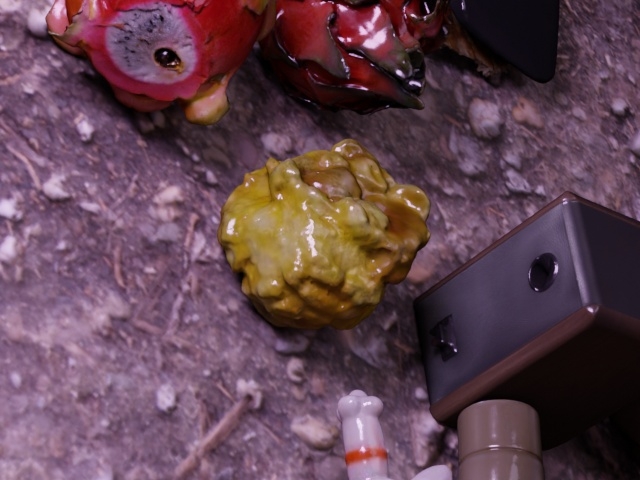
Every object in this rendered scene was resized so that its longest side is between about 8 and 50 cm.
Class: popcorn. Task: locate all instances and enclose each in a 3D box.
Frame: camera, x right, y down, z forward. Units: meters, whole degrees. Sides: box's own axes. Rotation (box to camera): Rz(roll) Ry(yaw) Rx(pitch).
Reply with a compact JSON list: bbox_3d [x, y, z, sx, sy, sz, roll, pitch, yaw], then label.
[{"bbox_3d":[0.001,-0.005,1.753,0.197,0.155,0.198,16,54,-22],"label":"popcorn"}]

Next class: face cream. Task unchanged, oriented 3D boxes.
[{"bbox_3d":[0.176,0.320,1.741,0.137,0.084,0.341,34,45,-43],"label":"face cream"}]

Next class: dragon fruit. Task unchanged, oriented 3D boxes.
[{"bbox_3d":[-0.146,-0.238,1.751,0.224,0.224,0.227,40,37,-16],"label":"dragon fruit"},{"bbox_3d":[0.034,-0.225,1.922,0.192,0.193,0.274,-21,64,-31],"label":"dragon fruit"}]

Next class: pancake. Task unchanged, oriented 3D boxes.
[{"bbox_3d":[0.140,-0.304,2.212,0.257,0.056,0.212,17,57,-47],"label":"pancake"}]

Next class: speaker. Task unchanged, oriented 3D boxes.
[{"bbox_3d":[0.236,0.085,1.855,0.192,0.231,0.153,21,48,-35],"label":"speaker"}]

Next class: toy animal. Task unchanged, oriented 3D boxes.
[{"bbox_3d":[0.047,0.282,1.594,0.140,0.138,0.282,30,35,-38],"label":"toy animal"}]

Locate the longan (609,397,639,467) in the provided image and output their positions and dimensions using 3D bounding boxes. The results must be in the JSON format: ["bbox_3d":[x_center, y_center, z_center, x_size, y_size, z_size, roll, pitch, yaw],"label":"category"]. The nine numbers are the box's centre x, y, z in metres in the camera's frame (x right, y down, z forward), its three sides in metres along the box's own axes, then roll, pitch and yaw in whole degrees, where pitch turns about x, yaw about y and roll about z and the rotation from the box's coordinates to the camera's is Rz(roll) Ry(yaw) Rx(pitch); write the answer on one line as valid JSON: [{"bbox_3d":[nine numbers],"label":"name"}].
[{"bbox_3d":[0.431,0.134,1.990,0.297,0.297,0.297,27,44,-29],"label":"longan"}]

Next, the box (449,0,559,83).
[{"bbox_3d":[0.223,-0.298,2.230,0.201,0.042,0.213,35,44,-35],"label":"box"}]
